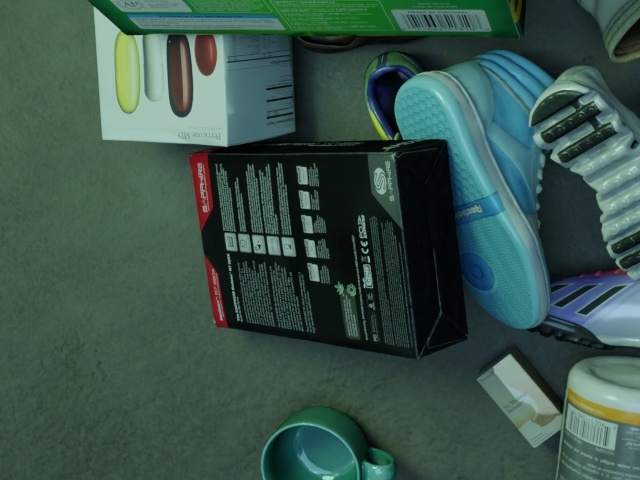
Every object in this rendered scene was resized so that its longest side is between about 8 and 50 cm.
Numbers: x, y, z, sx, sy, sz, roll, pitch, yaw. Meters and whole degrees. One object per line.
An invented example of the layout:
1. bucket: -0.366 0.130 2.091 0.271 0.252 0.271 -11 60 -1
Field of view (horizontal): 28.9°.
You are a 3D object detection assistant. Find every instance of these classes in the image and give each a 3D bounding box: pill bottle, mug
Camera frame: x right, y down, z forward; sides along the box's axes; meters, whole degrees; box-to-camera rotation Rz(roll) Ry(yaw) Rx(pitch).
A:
1. pill bottle: 0.362 0.290 1.482 0.162 0.162 0.278 7 104 13
2. mug: 0.009 0.289 1.607 0.157 0.097 0.129 35 107 5

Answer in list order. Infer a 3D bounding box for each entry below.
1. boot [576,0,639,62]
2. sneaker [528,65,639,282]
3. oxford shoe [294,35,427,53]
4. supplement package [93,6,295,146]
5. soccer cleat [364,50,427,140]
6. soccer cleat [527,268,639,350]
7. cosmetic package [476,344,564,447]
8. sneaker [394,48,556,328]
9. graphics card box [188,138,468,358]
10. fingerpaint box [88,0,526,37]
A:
1. boot: 0.377 -0.302 1.348 0.213 0.165 0.077 -39 128 23
2. sneaker: 0.347 -0.071 1.385 0.110 0.118 0.292 -25 108 31
3. oxford shoe: 0.075 -0.268 1.475 0.227 0.096 0.083 -17 95 16
4. supplement package: -0.151 -0.224 1.491 0.194 0.149 0.203 5 103 31
5. soccer cleat: 0.124 -0.087 1.485 0.093 0.121 0.289 -21 96 17
6. soccer cleat: 0.364 0.076 1.477 0.318 0.108 0.116 10 85 13
7. cosmetic package: 0.254 0.195 1.552 0.060 0.041 0.115 -42 89 19
8. sneaker: 0.231 -0.074 1.429 0.127 0.208 0.319 -5 112 52
9. graphics card box: 0.000 0.000 1.460 0.371 0.094 0.233 3 104 50
10. fingerpaint box: -0.006 -0.409 1.273 0.444 0.163 0.371 4 79 17
